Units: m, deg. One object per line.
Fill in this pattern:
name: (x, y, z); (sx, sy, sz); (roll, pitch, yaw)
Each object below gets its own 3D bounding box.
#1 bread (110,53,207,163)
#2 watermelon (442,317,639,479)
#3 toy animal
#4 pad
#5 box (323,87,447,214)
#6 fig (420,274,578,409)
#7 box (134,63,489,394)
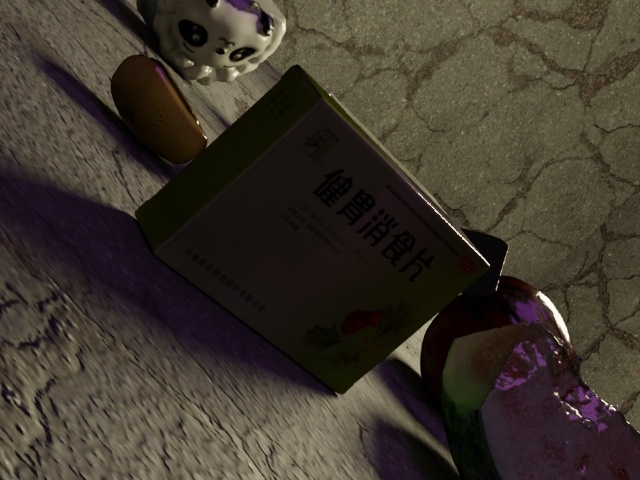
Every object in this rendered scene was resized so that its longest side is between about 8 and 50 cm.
bread: (-0.160, -0.121, 1.240); (0.082, 0.056, 0.115); (24, -32, 56)
watermelon: (0.244, 0.226, 1.273); (0.305, 0.180, 0.224); (44, 19, -16)
toy animal: (-0.171, -0.323, 1.896); (0.208, 0.156, 0.204); (22, 25, -35)
pad: (0.111, -0.003, 1.627); (0.250, 0.055, 0.323); (13, 9, 10)
box: (0.077, -0.058, 1.984); (0.333, 0.145, 0.173); (42, 11, -41)
fig: (0.241, 0.163, 1.543); (0.249, 0.186, 0.204); (38, -12, 9)
box: (0.000, 0.001, 1.055); (0.260, 0.175, 0.062); (41, 11, -40)
